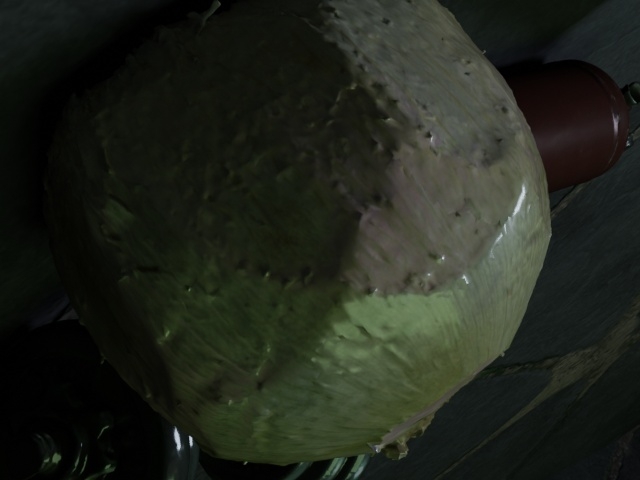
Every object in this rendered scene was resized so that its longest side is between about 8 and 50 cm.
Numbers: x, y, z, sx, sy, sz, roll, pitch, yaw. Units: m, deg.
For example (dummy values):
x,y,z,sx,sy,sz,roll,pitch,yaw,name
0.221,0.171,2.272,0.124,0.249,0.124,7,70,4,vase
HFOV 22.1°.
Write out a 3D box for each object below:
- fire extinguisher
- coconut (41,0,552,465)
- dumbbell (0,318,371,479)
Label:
x,y,z,sx,sy,sz,roll,pitch,yaw,name
0.152,-0.080,1.327,0.147,0.106,0.337,-21,177,42,fire extinguisher
0.000,0.000,0.981,0.297,0.254,0.297,-32,161,-13,coconut
-0.097,0.140,1.245,0.179,0.179,0.406,-45,160,21,dumbbell
